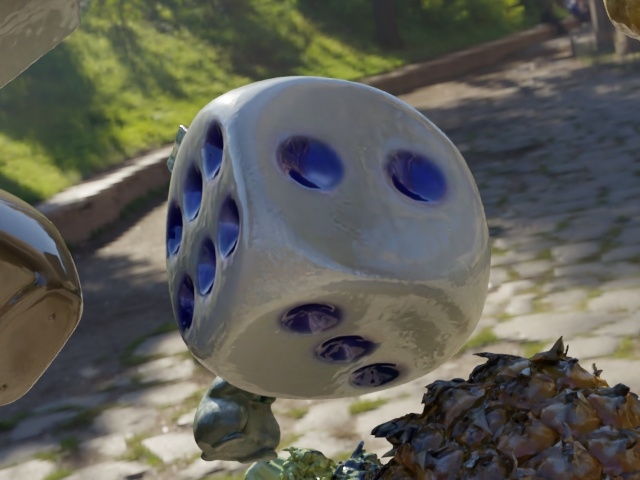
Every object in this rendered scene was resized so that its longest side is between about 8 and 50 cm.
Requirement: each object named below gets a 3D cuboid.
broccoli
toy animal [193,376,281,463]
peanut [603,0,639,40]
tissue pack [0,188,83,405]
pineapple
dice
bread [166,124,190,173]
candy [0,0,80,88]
[{"bbox_3d":[-0.023,0.529,2.175,0.348,0.281,0.293,-54,-21,15],"label":"broccoli"},{"bbox_3d":[-0.118,0.195,1.636,0.127,0.251,0.125,0,-31,5],"label":"toy animal"},{"bbox_3d":[0.324,-0.233,0.972,0.159,0.109,0.140,-18,2,32],"label":"peanut"},{"bbox_3d":[-0.519,0.035,1.406,0.387,0.267,0.277,21,19,-47],"label":"tissue pack"},{"bbox_3d":[0.198,0.271,1.051,0.352,0.352,0.300,-11,33,3],"label":"pineapple"},{"bbox_3d":[0.000,0.000,1.300,0.304,0.304,0.277,5,-37,-24],"label":"dice"},{"bbox_3d":[-0.181,-0.107,1.579,0.084,0.074,0.139,20,17,-3],"label":"bread"},{"bbox_3d":[-0.384,-0.199,0.966,0.145,0.208,0.359,31,59,21],"label":"candy"}]
